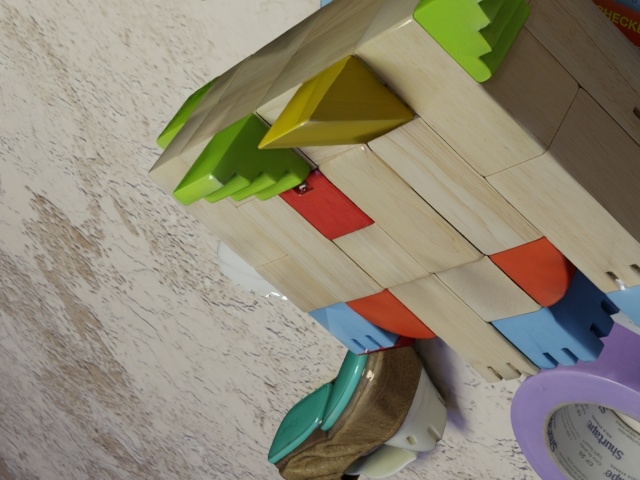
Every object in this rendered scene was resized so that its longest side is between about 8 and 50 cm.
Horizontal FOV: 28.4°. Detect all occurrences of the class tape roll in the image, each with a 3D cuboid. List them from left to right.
[{"bbox_3d":[0.248,0.147,0.980,0.189,0.080,0.189,28,144,23],"label":"tape roll"}]

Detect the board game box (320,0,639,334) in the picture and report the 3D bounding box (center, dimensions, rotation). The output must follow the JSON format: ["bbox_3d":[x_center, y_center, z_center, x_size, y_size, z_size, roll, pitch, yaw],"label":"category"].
[{"bbox_3d":[0.144,-0.113,0.795,0.308,0.086,0.302,30,145,21],"label":"board game box"}]

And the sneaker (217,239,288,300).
[{"bbox_3d":[0.000,0.000,1.102,0.235,0.090,0.095,7,120,39],"label":"sneaker"}]

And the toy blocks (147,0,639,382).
[{"bbox_3d":[0.077,-0.024,0.754,0.261,0.191,0.381,42,149,-18],"label":"toy blocks"}]

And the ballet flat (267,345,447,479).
[{"bbox_3d":[0.047,0.174,1.222,0.124,0.116,0.342,24,148,-5],"label":"ballet flat"}]
